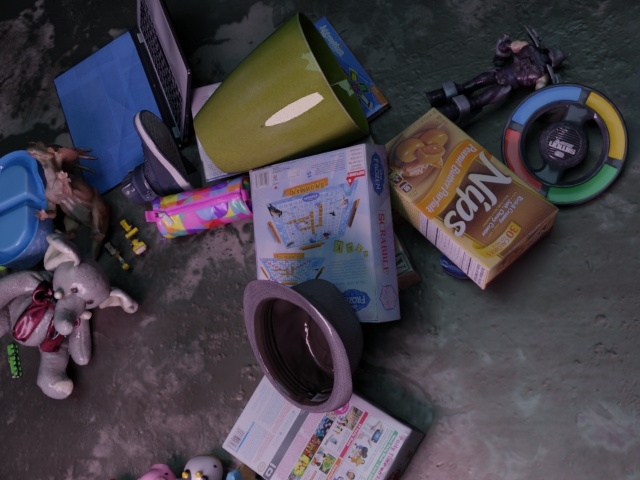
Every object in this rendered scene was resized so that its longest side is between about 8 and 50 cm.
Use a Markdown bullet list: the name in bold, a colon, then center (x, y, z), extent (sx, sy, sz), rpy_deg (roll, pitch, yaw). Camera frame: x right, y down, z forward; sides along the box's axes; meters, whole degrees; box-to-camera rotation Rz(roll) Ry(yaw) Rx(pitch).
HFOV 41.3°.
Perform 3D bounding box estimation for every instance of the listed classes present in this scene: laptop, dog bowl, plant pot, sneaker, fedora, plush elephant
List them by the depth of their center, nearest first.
- **fedora**: center (-0.012, 0.165, 1.491), extent (0.244, 0.124, 0.275), rpy_deg (7, 120, 43)
- **plant pot**: center (-0.095, -0.260, 1.700), extent (0.294, 0.275, 0.274), rpy_deg (-29, 65, 14)
- **plush elephant**: center (-0.542, 0.136, 1.773), extent (0.255, 0.272, 0.329), rpy_deg (-25, 37, 39)
- **sneaker**: center (-0.385, -0.172, 1.847), extent (0.164, 0.226, 0.086), rpy_deg (-13, 41, 21)
- **dog bowl**: center (-0.685, -0.064, 1.930), extent (0.166, 0.074, 0.297), rpy_deg (-22, 59, 16)
- **laptop**: center (-0.465, -0.375, 1.937), extent (0.237, 0.408, 0.381), rpy_deg (-15, 65, -20)

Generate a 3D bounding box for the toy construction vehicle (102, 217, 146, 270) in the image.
- **toy construction vehicle**: center (-0.437, 0.010, 1.908), extent (0.086, 0.035, 0.098), rpy_deg (-43, 65, -9)

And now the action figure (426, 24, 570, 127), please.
- **action figure**: center (0.354, -0.311, 1.669), extent (0.285, 0.099, 0.185), rpy_deg (-23, 59, 9)

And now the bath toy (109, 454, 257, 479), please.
- **bath toy**: center (-0.295, 0.497, 1.635), extent (0.349, 0.129, 0.151), rpy_deg (-11, 69, 19)

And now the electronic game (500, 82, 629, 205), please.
- **electronic game**: center (0.452, -0.178, 1.577), extent (0.229, 0.048, 0.229), rpy_deg (0, 91, 14)

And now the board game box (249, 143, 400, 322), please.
- **board game box**: center (0.000, 0.000, 1.606), extent (0.319, 0.066, 0.317), rpy_deg (-7, 86, 45)

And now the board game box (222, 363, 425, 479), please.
- **board game box**: center (0.003, 0.371, 1.577), extent (0.303, 0.097, 0.224), rpy_deg (29, 86, 28)

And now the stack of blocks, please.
- **stack of blocks**: center (0.095, -0.037, 1.680), extent (0.171, 0.087, 0.297), rpy_deg (-28, 65, 11)

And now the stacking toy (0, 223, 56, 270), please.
- **stacking toy**: center (-0.741, -0.055, 2.035), extent (0.167, 0.052, 0.221), rpy_deg (-36, 64, 7)

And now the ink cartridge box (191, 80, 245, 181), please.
- **ink cartridge box**: center (-0.160, -0.247, 1.842), extent (0.224, 0.045, 0.223), rpy_deg (-13, 74, 2)

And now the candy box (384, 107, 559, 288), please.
- **candy box**: center (0.253, -0.083, 1.564), extent (0.183, 0.087, 0.316), rpy_deg (-39, 65, -15)

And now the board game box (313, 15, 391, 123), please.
- **board game box**: center (0.022, -0.349, 1.846), extent (0.145, 0.027, 0.281), rpy_deg (-36, 64, 9)

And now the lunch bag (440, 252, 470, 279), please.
- **lunch bag**: center (0.268, 0.020, 1.603), extent (0.067, 0.065, 0.098), rpy_deg (20, 78, 15)

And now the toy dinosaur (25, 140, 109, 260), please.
- **toy dinosaur**: center (-0.540, -0.098, 1.906), extent (0.127, 0.295, 0.200), rpy_deg (-23, 24, 16)

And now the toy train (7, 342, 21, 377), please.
- **toy train**: center (-0.697, 0.274, 1.928), extent (0.024, 0.017, 0.083), rpy_deg (-27, 65, 22)

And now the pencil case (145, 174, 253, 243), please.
- **pencil case**: center (-0.248, -0.070, 1.820), extent (0.237, 0.104, 0.104), rpy_deg (-15, 68, 16)
